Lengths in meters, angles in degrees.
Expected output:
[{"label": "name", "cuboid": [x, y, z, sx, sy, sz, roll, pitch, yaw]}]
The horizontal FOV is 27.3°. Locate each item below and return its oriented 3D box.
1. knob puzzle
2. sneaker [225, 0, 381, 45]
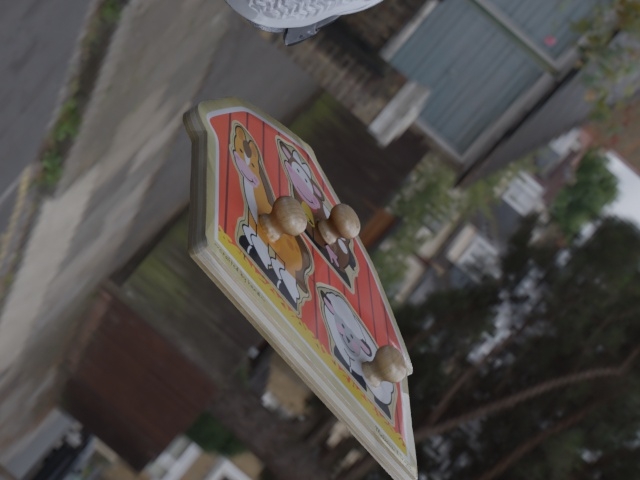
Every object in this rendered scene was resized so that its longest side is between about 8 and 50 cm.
[{"label": "knob puzzle", "cuboid": [0.000, 0.000, 0.655, 0.030, 0.213, 0.213, -30, -173, 17]}, {"label": "sneaker", "cuboid": [-0.014, -0.174, 0.840, 0.153, 0.101, 0.268, -36, -172, 40]}]
